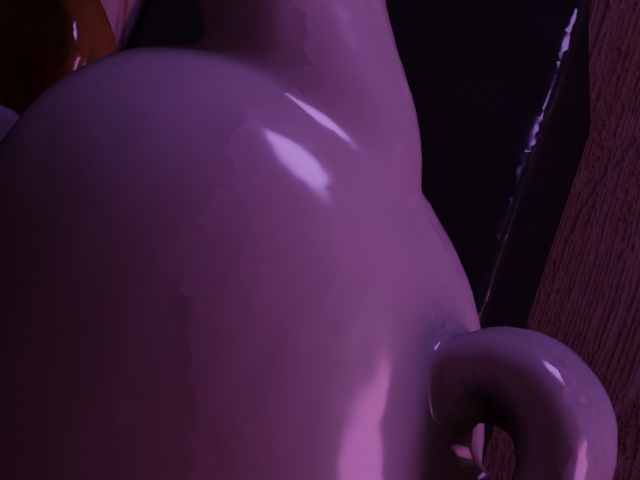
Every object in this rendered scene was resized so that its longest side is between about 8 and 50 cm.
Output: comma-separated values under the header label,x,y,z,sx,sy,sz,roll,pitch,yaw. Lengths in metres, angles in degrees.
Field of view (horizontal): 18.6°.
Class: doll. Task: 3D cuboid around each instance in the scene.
label,x,y,z,sx,sy,sz,roll,pitch,yaw
doll,-0.088,0.068,0.531,0.187,0.366,0.376,37,49,-51

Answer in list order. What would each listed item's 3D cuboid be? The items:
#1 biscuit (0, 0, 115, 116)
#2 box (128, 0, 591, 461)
label,x,y,z,sx,sy,sz,roll,pitch,yaw
biscuit,-0.121,-0.118,0.719,0.049,0.197,0.301,17,117,-38
box,0.000,0.000,1.146,0.204,0.251,0.345,74,35,-66
